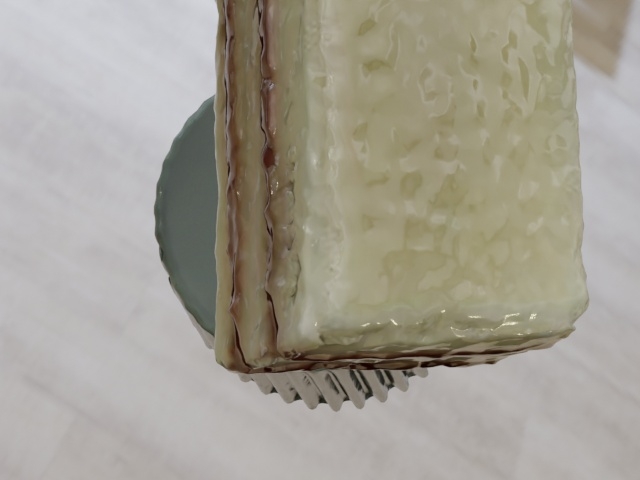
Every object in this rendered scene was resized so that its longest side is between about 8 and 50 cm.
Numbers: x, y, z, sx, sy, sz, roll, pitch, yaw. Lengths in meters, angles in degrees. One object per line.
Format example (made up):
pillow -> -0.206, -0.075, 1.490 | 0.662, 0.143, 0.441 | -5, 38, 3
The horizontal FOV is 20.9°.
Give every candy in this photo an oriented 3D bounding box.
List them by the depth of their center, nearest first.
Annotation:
candy -> 0.040, -0.086, 0.966 | 0.180, 0.135, 0.320 | 5, 79, -27

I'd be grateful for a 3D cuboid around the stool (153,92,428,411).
stool -> 0.000, 0.000, 1.513 | 0.297, 0.297, 0.330 | 41, -2, 6
